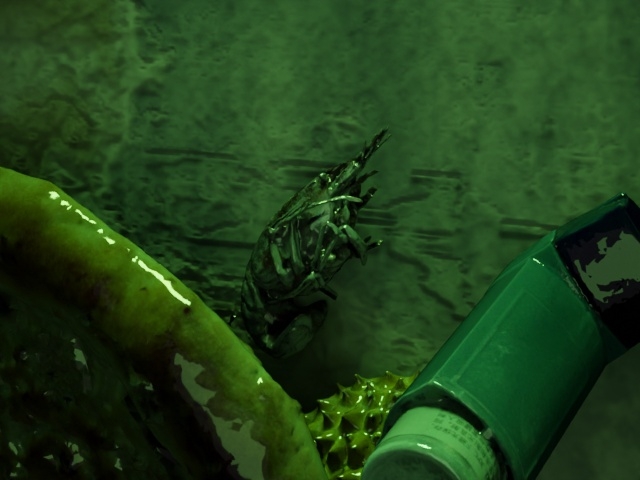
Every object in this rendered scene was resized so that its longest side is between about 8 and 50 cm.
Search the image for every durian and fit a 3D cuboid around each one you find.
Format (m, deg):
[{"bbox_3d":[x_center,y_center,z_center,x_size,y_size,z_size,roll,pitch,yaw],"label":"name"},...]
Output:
[{"bbox_3d":[0.031,0.175,0.982,0.146,0.102,0.208,26,111,-1],"label":"durian"}]

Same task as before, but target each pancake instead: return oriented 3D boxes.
[{"bbox_3d":[-0.130,0.139,0.982,0.304,0.067,0.427,-19,100,38],"label":"pancake"}]

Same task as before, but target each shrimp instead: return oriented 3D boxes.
[{"bbox_3d":[0.000,0.000,0.969,0.065,0.056,0.165,44,119,16],"label":"shrimp"}]

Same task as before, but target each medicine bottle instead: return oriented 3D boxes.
[{"bbox_3d":[0.111,0.069,0.872,0.124,0.258,0.079,-31,96,37],"label":"medicine bottle"}]
